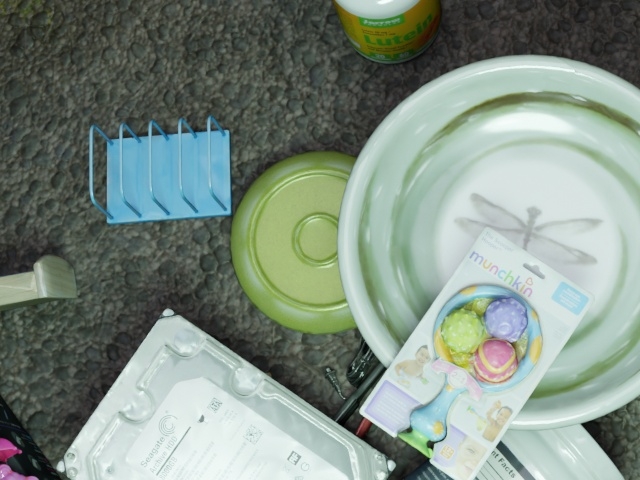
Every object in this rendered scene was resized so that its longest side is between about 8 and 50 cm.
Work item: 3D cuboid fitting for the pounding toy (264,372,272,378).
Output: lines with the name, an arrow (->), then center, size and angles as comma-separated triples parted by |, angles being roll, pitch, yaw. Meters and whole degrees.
pounding toy -> -0.122, 0.238, 1.775 | 0.206, 0.094, 0.181 | 35, 81, -2

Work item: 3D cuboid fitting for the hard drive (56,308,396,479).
hard drive -> -0.112, 0.269, 1.694 | 0.339, 0.064, 0.237 | 35, 81, 0

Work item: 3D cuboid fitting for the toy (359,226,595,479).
toy -> 0.159, 0.116, 1.441 | 0.137, 0.056, 0.237 | 34, 89, 10

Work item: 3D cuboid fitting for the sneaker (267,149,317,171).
sneaker -> -0.036, -0.094, 1.869 | 0.083, 0.035, 0.031 | -33, 74, 0

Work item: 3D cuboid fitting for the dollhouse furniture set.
dollhouse furniture set -> -0.461, -0.058, 1.797 | 0.198, 0.286, 0.303 | -11, 86, 6

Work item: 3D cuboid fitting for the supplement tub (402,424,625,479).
supplement tub -> 0.201, 0.315, 1.648 | 0.272, 0.191, 0.191 | -40, 74, -2

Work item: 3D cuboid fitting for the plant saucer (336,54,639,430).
plant saucer -> 0.221, 0.005, 1.527 | 0.400, 0.100, 0.400 | -1, 81, 9

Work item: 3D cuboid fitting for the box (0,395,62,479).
box -> -0.437, 0.308, 1.776 | 0.165, 0.143, 0.270 | -40, 74, -2

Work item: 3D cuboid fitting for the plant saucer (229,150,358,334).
plant saucer -> 0.000, 0.000, 1.820 | 0.241, 0.037, 0.241 | -1, 84, 5

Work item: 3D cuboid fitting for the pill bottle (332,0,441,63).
pill bottle -> 0.079, -0.329, 1.800 | 0.136, 0.245, 0.136 | -2, 76, 9

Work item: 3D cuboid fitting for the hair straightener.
hair straightener -> 0.047, 0.177, 1.781 | 0.089, 0.047, 0.230 | 30, 84, 14

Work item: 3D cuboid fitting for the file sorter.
file sorter -> -0.211, -0.095, 1.862 | 0.170, 0.104, 0.118 | -4, 76, 8

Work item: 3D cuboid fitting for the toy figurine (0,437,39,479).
toy figurine -> -0.387, 0.311, 1.647 | 0.173, 0.130, 0.159 | 27, 71, -9
